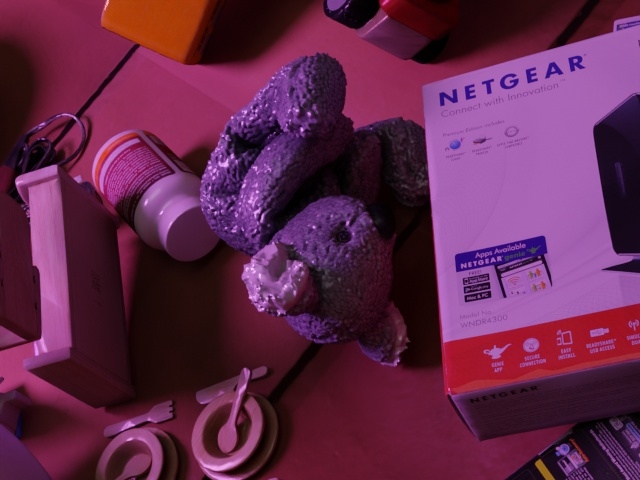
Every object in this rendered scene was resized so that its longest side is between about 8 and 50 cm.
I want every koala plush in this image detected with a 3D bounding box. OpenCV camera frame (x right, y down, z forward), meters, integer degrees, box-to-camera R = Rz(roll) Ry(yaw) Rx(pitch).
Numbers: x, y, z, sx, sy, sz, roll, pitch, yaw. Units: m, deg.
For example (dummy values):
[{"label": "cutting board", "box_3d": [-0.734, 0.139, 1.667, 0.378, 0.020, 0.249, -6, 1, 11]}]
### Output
[{"label": "koala plush", "box_3d": [0.000, 0.000, 1.051, 0.203, 0.196, 0.221, -36, 48, 25]}]

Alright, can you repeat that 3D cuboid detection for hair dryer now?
[{"label": "hair dryer", "box_3d": [-0.363, -0.003, 1.373, 0.293, 0.080, 0.223, -35, 34, 2]}]

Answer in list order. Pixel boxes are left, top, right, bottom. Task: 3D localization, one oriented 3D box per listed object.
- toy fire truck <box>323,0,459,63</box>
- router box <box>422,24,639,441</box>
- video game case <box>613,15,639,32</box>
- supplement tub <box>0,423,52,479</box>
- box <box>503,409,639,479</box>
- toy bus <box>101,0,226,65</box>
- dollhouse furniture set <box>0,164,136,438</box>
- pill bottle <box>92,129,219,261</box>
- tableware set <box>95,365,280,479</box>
[{"label": "toy fire truck", "box_3d": [0.106, -0.321, 1.132, 0.246, 0.158, 0.217, -34, 44, 43]}, {"label": "router box", "box_3d": [0.252, -0.027, 0.924, 0.335, 0.082, 0.301, -14, 52, 17]}, {"label": "video game case", "box_3d": [0.294, -0.147, 1.055, 0.087, 0.011, 0.122, -7, 59, 31]}, {"label": "supplement tub", "box_3d": [-0.393, 0.311, 1.073, 0.316, 0.228, 0.228, -40, 48, 6]}, {"label": "box", "box_3d": [0.196, 0.235, 0.860, 0.184, 0.045, 0.190, -41, 48, 7]}, {"label": "toy bus", "box_3d": [-0.118, -0.357, 1.300, 0.108, 0.130, 0.332, 25, 99, 1]}, {"label": "dollhouse furniture set", "box_3d": [-0.368, 0.063, 1.154, 0.303, 0.286, 0.198, -16, 64, 11]}, {"label": "pill bottle", "box_3d": [-0.163, -0.044, 1.240, 0.086, 0.086, 0.152, -47, 47, 0]}, {"label": "tableware set", "box_3d": [-0.128, 0.188, 1.103, 0.194, 0.039, 0.128, -23, 52, 20]}]
